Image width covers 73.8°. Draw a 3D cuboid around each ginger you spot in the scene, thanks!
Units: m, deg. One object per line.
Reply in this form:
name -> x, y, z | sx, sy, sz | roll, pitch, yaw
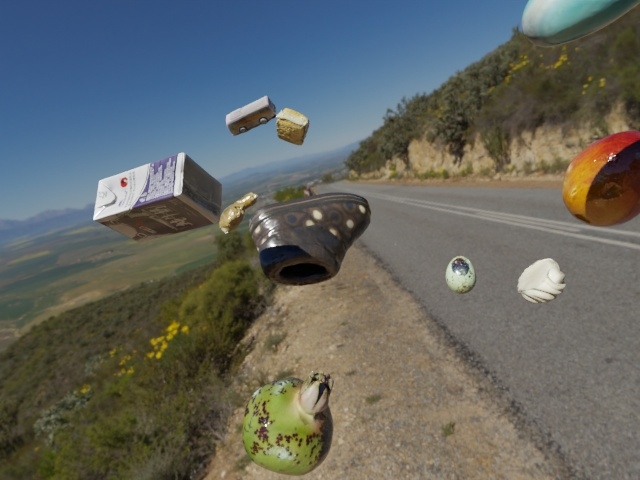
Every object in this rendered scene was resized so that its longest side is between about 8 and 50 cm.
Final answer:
ginger -> -0.269, -0.097, 1.391 | 0.165, 0.067, 0.096 | -48, 12, -7

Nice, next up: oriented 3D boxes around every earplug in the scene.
earplug -> 0.491, -0.448, 0.711 | 0.324, 0.185, 0.185 | -39, 8, 10

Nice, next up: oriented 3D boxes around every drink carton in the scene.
drink carton -> -0.337, -0.082, 0.890 | 0.223, 0.101, 0.134 | -12, -24, 18

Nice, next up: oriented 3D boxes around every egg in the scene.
egg -> 0.407, 0.100, 1.234 | 0.085, 0.110, 0.085 | 2, -1, 0

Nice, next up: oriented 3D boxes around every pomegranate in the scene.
pomegranate -> -0.067, 0.504, 1.241 | 0.340, 0.285, 0.285 | -54, -6, 24

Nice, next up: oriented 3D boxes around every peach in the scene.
peach -> 0.842, -0.178, 1.235 | 0.281, 0.280, 0.238 | -17, 54, -11

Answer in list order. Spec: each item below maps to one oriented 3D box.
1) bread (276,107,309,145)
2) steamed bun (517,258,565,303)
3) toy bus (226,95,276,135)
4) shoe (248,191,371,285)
bread -> -0.092, -0.384, 1.426 | 0.106, 0.082, 0.125 | 15, -24, -1
steamed bun -> 0.815, 0.156, 1.559 | 0.182, 0.106, 0.183 | -52, 3, 4
toy bus -> -0.230, -0.407, 1.399 | 0.172, 0.072, 0.057 | -19, 54, 17
shoe -> 0.000, 0.000, 1.232 | 0.384, 0.237, 0.171 | -10, -28, -24
